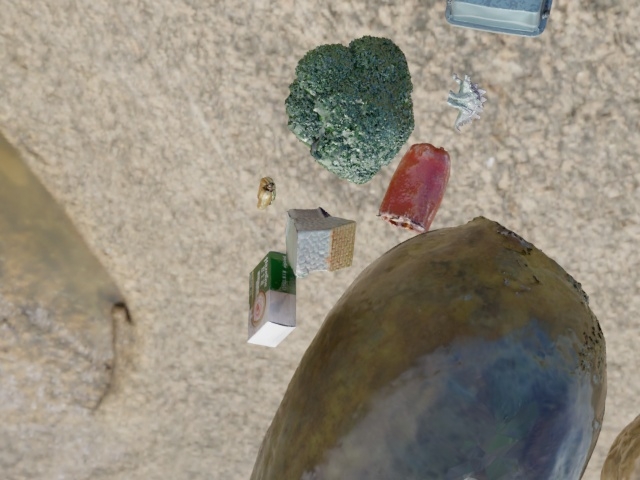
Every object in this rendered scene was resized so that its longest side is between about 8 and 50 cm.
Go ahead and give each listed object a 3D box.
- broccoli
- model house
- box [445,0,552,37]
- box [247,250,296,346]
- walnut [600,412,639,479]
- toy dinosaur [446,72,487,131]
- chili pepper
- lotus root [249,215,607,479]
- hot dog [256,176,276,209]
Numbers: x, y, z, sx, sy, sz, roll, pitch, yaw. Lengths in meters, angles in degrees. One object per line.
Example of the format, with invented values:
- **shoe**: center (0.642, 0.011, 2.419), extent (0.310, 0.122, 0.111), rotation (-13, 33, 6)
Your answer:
- **broccoli**: center (0.061, -0.280, 1.679), extent (0.307, 0.275, 0.308), rotation (-7, 109, -21)
- **model house**: center (0.000, 0.000, 1.302), extent (0.100, 0.101, 0.088), rotation (-4, 116, -13)
- **box**: center (0.387, -0.539, 1.756), extent (0.227, 0.162, 0.130), rotation (12, 177, 11)
- **box**: center (-0.118, 0.143, 1.987), extent (0.081, 0.199, 0.135), rotation (11, 147, -24)
- **walnut**: center (0.621, 0.405, 1.361), extent (0.313, 0.277, 0.252), rotation (-53, 138, 1)
- **toy dinosaur**: center (0.301, -0.282, 1.705), extent (0.082, 0.039, 0.209), rotation (21, 158, 8)
- **chili pepper**: center (0.132, -0.072, 1.079), extent (0.070, 0.123, 0.073), rotation (28, 169, -23)
- **lotus root**: center (0.052, 0.120, 0.450), extent (0.160, 0.275, 0.152), rotation (26, 180, -3)
- **hot dog**: center (-0.112, -0.099, 1.732), extent (0.041, 0.056, 0.133), rotation (4, 165, -8)
